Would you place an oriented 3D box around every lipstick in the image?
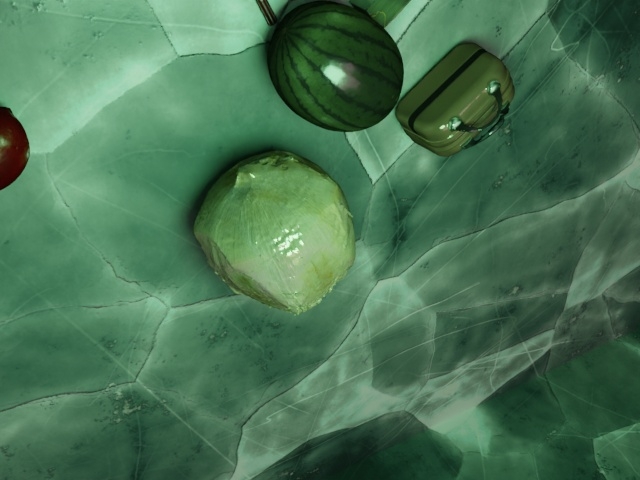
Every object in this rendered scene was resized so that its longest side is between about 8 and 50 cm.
[{"bbox_3d":[-0.145,-0.560,1.348,0.027,0.027,0.176,-35,133,-3],"label":"lipstick"}]

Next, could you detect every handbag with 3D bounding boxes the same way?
[{"bbox_3d":[0.382,-0.364,1.632,0.302,0.283,0.149,-42,136,3],"label":"handbag"}]

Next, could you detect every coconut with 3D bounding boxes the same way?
[{"bbox_3d":[-0.116,-0.047,1.511,0.405,0.404,0.404,-16,130,-20],"label":"coconut"}]

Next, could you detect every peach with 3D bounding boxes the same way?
[{"bbox_3d":[-0.679,-0.186,1.212,0.198,0.197,0.197,-16,130,-20],"label":"peach"}]

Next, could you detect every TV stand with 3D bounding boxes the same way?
[{"bbox_3d":[0.199,-0.637,1.452,0.269,0.088,0.083,-46,135,7],"label":"TV stand"}]

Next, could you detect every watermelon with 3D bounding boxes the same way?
[{"bbox_3d":[0.046,-0.393,1.416,0.360,0.279,0.278,17,113,-37],"label":"watermelon"}]
